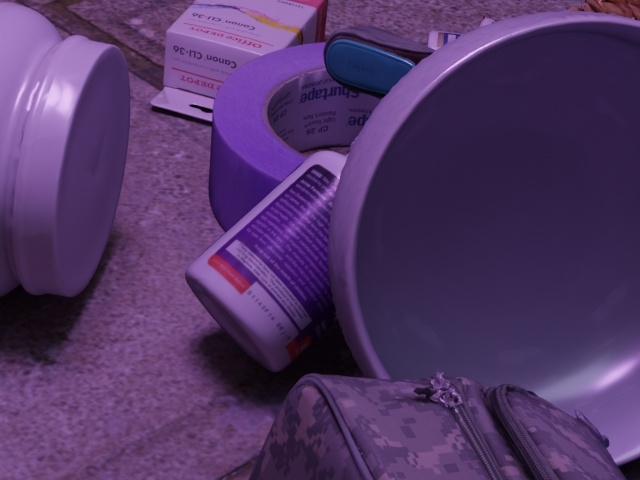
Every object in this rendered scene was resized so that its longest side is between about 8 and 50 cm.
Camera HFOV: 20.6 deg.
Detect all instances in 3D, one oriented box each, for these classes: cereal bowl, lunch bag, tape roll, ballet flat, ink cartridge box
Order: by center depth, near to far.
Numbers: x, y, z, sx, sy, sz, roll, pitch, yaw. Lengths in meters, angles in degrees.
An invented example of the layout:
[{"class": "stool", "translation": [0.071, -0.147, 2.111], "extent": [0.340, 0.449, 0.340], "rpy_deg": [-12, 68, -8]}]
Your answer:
[{"class": "lunch bag", "translation": [0.110, 0.227, 1.034], "extent": [0.256, 0.213, 0.305], "rpy_deg": [8, 31, -28]}, {"class": "cereal bowl", "translation": [0.157, -0.006, 1.280], "extent": [0.338, 0.339, 0.141], "rpy_deg": [-6, 16, -17]}, {"class": "ballet flat", "translation": [0.102, -0.137, 1.514], "extent": [0.213, 0.072, 0.068], "rpy_deg": [25, 30, 26]}, {"class": "tape roll", "translation": [0.040, -0.073, 1.549], "extent": [0.274, 0.090, 0.275], "rpy_deg": [4, 35, -3]}, {"class": "ink cartridge box", "translation": [-0.078, -0.187, 1.717], "extent": [0.115, 0.067, 0.198], "rpy_deg": [15, 36, 12]}]

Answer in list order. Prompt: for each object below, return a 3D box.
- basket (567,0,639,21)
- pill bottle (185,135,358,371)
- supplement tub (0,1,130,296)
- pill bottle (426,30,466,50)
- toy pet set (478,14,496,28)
[{"class": "basket", "translation": [0.328, -0.073, 1.590], "extent": [0.213, 0.223, 0.299], "rpy_deg": [-34, 40, 3]}, {"class": "pill bottle", "translation": [0.000, 0.000, 1.353], "extent": [0.193, 0.108, 0.108], "rpy_deg": [-42, 51, -11]}, {"class": "supplement tub", "translation": [-0.331, -0.082, 1.375], "extent": [0.324, 0.235, 0.235], "rpy_deg": [10, 34, 7]}, {"class": "pill bottle", "translation": [0.161, -0.166, 1.722], "extent": [0.120, 0.067, 0.067], "rpy_deg": [7, 34, 2]}, {"class": "toy pet set", "translation": [0.190, -0.157, 1.520], "extent": [0.122, 0.065, 0.114], "rpy_deg": [31, 3, 2]}]
